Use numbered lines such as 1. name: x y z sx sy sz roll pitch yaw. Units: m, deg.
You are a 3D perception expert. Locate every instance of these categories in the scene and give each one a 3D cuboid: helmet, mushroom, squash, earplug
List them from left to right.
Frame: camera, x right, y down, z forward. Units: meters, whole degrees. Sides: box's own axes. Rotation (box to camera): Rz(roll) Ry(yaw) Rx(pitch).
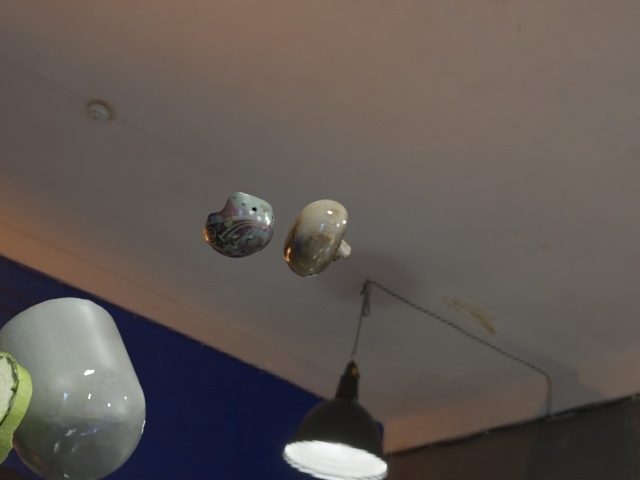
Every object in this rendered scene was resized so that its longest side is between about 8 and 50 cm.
1. squash: -0.657 0.341 1.464 0.220 0.220 0.133 -9 -35 30
2. earplug: -0.576 0.363 1.686 0.313 0.394 0.312 -16 -53 -22
3. helmet: -0.183 -0.017 1.729 0.177 0.107 0.153 -45 -39 17
4. mushroom: 0.000 0.000 1.977 0.178 0.226 0.226 33 -36 -6
